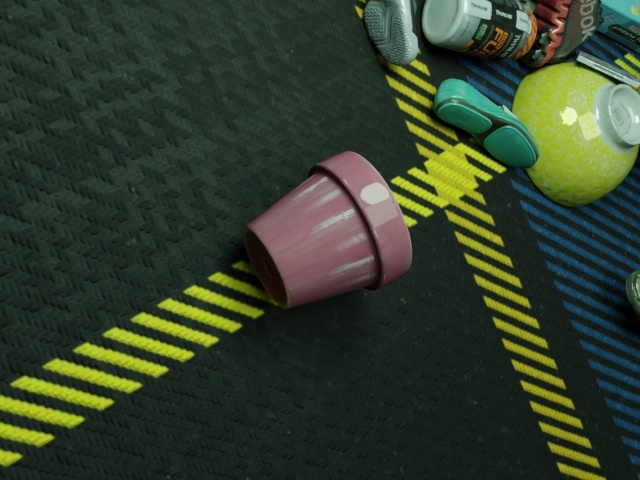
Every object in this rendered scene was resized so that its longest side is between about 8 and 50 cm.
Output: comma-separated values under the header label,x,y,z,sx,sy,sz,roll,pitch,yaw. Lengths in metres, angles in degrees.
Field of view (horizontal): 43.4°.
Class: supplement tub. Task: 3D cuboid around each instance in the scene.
label,x,y,z,sx,sy,sz,roll,pitch,yaw
supplement tub,0.283,-0.384,1.420,0.191,0.117,0.116,5,79,-32

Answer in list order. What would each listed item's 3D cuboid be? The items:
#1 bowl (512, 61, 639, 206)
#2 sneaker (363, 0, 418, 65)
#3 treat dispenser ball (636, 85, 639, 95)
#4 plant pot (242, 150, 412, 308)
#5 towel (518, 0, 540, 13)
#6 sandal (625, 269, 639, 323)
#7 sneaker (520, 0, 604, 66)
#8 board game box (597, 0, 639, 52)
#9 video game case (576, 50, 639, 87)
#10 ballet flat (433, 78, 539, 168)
label,x,y,z,sx,sy,sz,roll,pitch,yaw
bowl,0.519,-0.218,1.524,0.290,0.156,0.289,7,77,-32
sneaker,0.148,-0.427,1.345,0.153,0.101,0.268,-13,86,-32
treat dispenser ball,0.789,-0.272,1.635,0.288,0.288,0.288,7,77,-33
plant pot,0.000,0.000,1.126,0.180,0.201,0.201,-27,97,-19
towel,0.345,-0.598,1.488,0.312,0.056,0.324,20,89,-30
sandal,0.679,0.145,1.614,0.303,0.086,0.120,25,62,-44
sneaker,0.468,-0.449,1.484,0.135,0.097,0.276,-1,126,-27
board game box,0.670,-0.553,1.732,0.336,0.079,0.253,14,72,-31
video game case,0.541,-0.323,1.514,0.122,0.011,0.087,28,25,8
ballet flat,0.300,-0.216,1.426,0.247,0.083,0.087,26,54,-29
